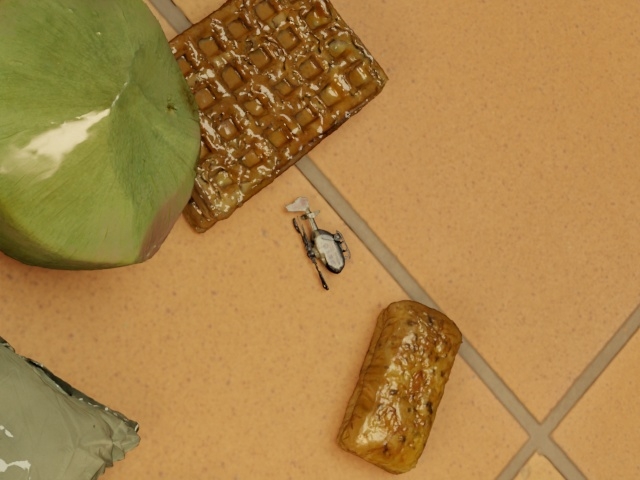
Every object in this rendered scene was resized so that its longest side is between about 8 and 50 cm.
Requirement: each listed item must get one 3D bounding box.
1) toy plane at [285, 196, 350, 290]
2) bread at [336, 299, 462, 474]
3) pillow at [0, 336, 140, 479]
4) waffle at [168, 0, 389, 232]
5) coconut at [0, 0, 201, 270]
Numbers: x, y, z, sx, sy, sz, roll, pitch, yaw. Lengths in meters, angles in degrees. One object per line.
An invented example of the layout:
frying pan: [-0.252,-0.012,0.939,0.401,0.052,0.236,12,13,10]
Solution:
toy plane: [0.000,0.000,1.794,0.049,0.031,0.120,-25,93,-19]
bread: [0.099,0.180,1.775,0.114,0.083,0.211,28,70,-22]
pillow: [-0.375,0.220,1.505,0.310,0.138,0.283,39,62,-6]
waffle: [-0.086,-0.181,1.757,0.308,0.091,0.213,-39,97,-27]
coconut: [-0.263,-0.115,1.526,0.281,0.328,0.328,2,78,-26]
